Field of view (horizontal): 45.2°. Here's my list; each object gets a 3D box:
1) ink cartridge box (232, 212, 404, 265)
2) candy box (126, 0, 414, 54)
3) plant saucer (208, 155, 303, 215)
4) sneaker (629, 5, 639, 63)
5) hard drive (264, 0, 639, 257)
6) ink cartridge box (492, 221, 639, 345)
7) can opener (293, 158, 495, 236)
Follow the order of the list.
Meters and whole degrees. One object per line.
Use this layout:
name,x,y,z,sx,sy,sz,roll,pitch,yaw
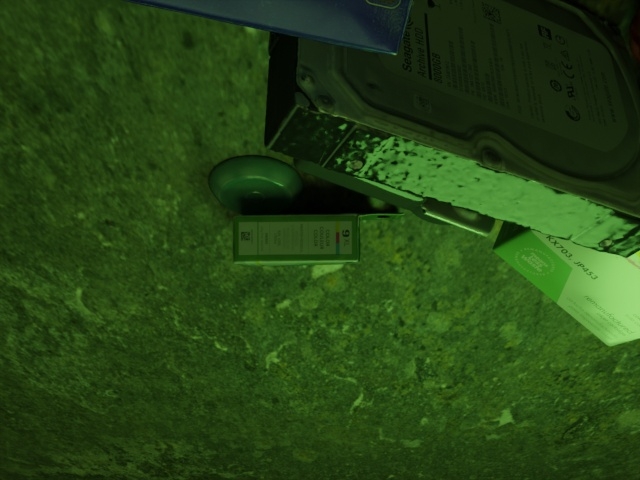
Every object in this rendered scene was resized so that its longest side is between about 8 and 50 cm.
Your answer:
ink cartridge box,0.000,0.000,0.978,0.209,0.062,0.109,-2,177,3
candy box,-0.086,-0.267,0.406,0.317,0.122,0.268,9,111,-15
plant saucer,-0.081,-0.061,0.958,0.119,0.021,0.119,1,148,0
sneaker,0.320,-0.206,0.605,0.098,0.135,0.276,-1,147,6
hard drive,0.125,-0.134,0.629,0.339,0.236,0.064,15,145,-20
ink cartridge box,0.378,-0.028,0.801,0.207,0.119,0.353,38,147,-10
can opener,0.090,-0.064,0.898,0.280,0.074,0.093,20,144,-28
